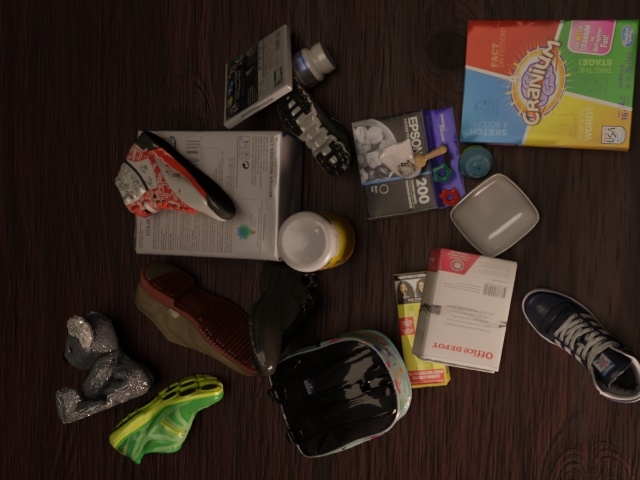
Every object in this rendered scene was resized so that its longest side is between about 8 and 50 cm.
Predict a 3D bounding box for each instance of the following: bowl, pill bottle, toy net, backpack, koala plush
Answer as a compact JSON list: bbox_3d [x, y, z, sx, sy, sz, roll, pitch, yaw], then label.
[{"bbox_3d":[0.339,-0.054,1.671,0.142,0.053,0.142,-40,104,15],"label":"bowl"},{"bbox_3d":[-0.041,-0.353,1.785,0.137,0.078,0.078,-29,83,17],"label":"pill bottle"},{"bbox_3d":[0.224,-0.139,1.689,0.232,0.045,0.122,10,115,-5],"label":"toy net"},{"bbox_3d":[0.054,0.297,1.715,0.253,0.191,0.225,-25,84,27],"label":"backpack"},{"bbox_3d":[0.000,0.000,1.711,0.117,0.215,0.117,1,92,18],"label":"pill bottle"},{"bbox_3d":[-0.492,0.263,1.902,0.203,0.196,0.221,-21,85,6],"label":"koala plush"}]

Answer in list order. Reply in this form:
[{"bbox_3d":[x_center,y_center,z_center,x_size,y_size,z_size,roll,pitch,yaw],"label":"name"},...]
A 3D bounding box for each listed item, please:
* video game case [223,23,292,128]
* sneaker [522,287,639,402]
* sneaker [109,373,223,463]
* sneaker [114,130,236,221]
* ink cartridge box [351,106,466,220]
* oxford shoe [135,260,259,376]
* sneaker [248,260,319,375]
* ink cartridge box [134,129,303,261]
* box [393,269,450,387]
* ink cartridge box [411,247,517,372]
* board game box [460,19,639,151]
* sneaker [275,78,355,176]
[{"bbox_3d":[-0.131,-0.341,1.773,0.173,0.022,0.190,-27,47,28],"label":"video game case"},{"bbox_3d":[0.496,0.194,1.593,0.282,0.153,0.099,41,102,12],"label":"sneaker"},{"bbox_3d":[-0.328,0.398,1.902,0.295,0.109,0.123,-32,105,14],"label":"sneaker"},{"bbox_3d":[-0.299,-0.087,1.717,0.270,0.090,0.145,41,103,17],"label":"sneaker"},{"bbox_3d":[0.181,-0.157,1.739,0.208,0.045,0.206,-10,89,16],"label":"ink cartridge box"},{"bbox_3d":[-0.262,0.190,1.873,0.348,0.123,0.130,39,129,11],"label":"oxford shoe"},{"bbox_3d":[-0.072,0.149,1.733,0.130,0.109,0.286,3,48,8],"label":"sneaker"},{"bbox_3d":[-0.244,-0.100,1.820,0.395,0.151,0.270,2,92,17],"label":"ink cartridge box"},{"bbox_3d":[0.206,0.178,1.734,0.087,0.058,0.232,-6,90,16],"label":"box"},{"bbox_3d":[0.278,0.135,1.655,0.158,0.092,0.218,11,87,-8],"label":"ink cartridge box"},{"bbox_3d":[0.437,-0.299,1.642,0.316,0.064,0.242,4,93,17],"label":"board game box"},{"bbox_3d":[-0.007,-0.236,1.761,0.078,0.106,0.234,-38,87,23],"label":"sneaker"}]
